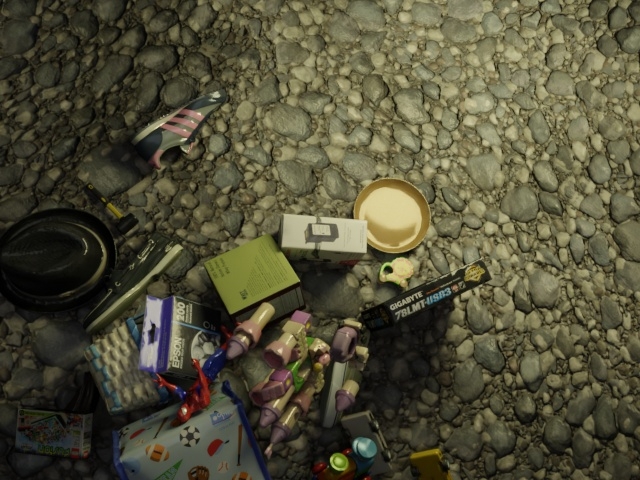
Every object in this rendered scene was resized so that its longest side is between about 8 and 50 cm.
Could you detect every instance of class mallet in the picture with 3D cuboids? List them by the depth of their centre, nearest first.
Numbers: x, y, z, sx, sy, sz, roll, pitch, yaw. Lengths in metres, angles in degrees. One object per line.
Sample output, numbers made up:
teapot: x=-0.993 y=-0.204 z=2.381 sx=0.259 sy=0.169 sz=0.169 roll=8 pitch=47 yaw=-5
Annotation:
mallet: x=-0.597 y=-0.103 z=1.815 sx=0.062 sy=0.039 sz=0.189 roll=-37 pitch=79 yaw=-14

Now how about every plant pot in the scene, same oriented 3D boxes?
plant pot: x=0.214 y=-0.073 z=1.909 sx=0.237 sy=0.032 sz=0.236 roll=2 pitch=75 yaw=-6

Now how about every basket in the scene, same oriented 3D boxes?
basket: x=-0.444 y=0.305 z=1.644 sx=0.289 sy=0.201 sz=0.254 roll=-22 pitch=77 yaw=-15

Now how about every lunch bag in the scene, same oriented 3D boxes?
lunch bag: x=-0.295 y=0.596 z=1.568 sx=0.328 sy=0.239 sz=0.385 roll=-23 pitch=103 yaw=-13

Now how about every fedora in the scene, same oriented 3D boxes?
fedora: x=-0.730 y=0.039 z=1.699 sx=0.335 sy=0.152 sz=0.333 roll=2 pitch=75 yaw=-7

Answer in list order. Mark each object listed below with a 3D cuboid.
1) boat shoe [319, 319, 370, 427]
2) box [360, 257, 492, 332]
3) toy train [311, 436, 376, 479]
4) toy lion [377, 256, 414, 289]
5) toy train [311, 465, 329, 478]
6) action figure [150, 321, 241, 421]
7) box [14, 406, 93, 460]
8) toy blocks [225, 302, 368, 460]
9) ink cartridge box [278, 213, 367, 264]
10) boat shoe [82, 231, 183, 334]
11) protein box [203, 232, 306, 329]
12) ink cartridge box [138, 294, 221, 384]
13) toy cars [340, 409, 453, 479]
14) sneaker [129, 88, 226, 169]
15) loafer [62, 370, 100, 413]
boat shoe: x=0.070 y=0.369 z=1.744 sx=0.094 sy=0.109 sz=0.302 roll=16 pitch=73 yaw=-8
box: x=0.279 y=0.157 z=1.724 sx=0.294 sy=0.295 sz=0.073 roll=-24 pitch=83 yaw=-11
toy train: x=0.026 y=0.583 z=1.571 sx=0.248 sy=0.143 sz=0.105 roll=-16 pitch=52 yaw=-31
toy lion: x=0.226 y=0.092 z=1.872 sx=0.100 sy=0.034 sz=0.096 roll=15 pitch=68 yaw=-3
toy train: x=0.057 y=0.670 z=1.669 sx=0.184 sy=0.080 sz=0.105 roll=19 pitch=56 yaw=1
action figure: x=-0.293 y=0.298 z=1.527 sx=0.139 sy=0.092 sz=0.280 roll=48 pitch=44 yaw=-25
box: x=-0.677 y=0.488 z=1.603 sx=0.207 sy=0.036 sz=0.113 roll=-1 pitch=83 yaw=18
toy blocks: x=-0.070 y=0.348 z=1.526 sx=0.309 sy=0.288 sz=0.260 roll=9 pitch=37 yaw=26
ink cartridge box: x=0.000 y=0.000 z=1.790 sx=0.238 sy=0.172 sz=0.100 roll=5 pitch=76 yaw=-6
boat shoe: x=-0.531 y=0.105 z=1.719 sx=0.113 sy=0.127 sz=0.340 roll=43 pitch=72 yaw=2
protein box: x=-0.178 y=0.124 z=1.718 sx=0.201 sy=0.135 sz=0.199 roll=-25 pitch=52 yaw=-13
ink cartridge box: x=-0.351 y=0.249 z=1.608 sx=0.208 sy=0.045 sz=0.206 roll=22 pitch=50 yaw=-34
toy cars: x=0.220 y=0.586 z=1.714 sx=0.394 sy=0.087 sz=0.176 roll=29 pitch=111 yaw=2
sneaker: x=-0.395 y=-0.329 z=1.871 sx=0.319 sy=0.112 sz=0.131 roll=-34 pitch=99 yaw=-11
loafer: x=-0.634 y=0.443 z=1.647 sx=0.079 sy=0.080 sz=0.219 roll=11 pitch=76 yaw=-3
